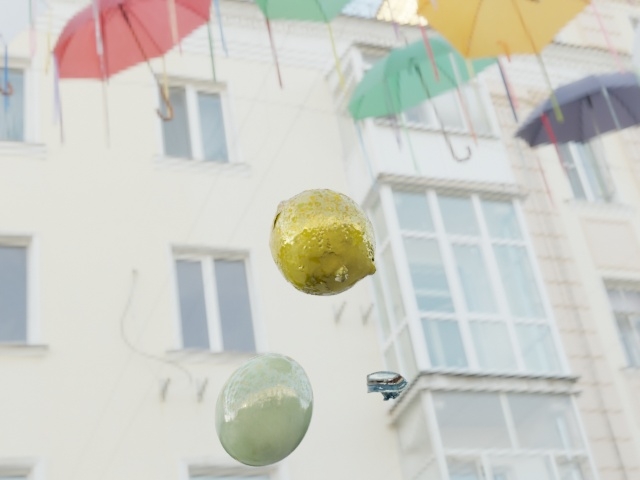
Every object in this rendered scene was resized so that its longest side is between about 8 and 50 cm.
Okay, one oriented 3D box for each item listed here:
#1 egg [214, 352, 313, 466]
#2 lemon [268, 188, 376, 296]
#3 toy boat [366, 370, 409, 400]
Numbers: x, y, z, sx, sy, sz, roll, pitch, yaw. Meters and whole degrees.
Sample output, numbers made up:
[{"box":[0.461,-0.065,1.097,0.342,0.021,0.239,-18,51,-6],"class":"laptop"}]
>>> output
[{"box":[-0.086,0.260,1.720,0.149,0.192,0.149,10,-45,10],"class":"egg"},{"box":[0.000,0.000,1.825,0.173,0.206,0.173,-28,-32,-20],"class":"lemon"},{"box":[0.146,0.326,2.469,0.060,0.061,0.137,-31,12,-34],"class":"toy boat"}]
